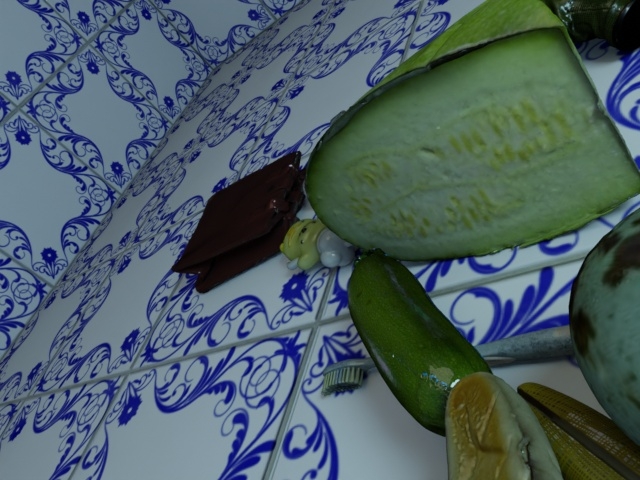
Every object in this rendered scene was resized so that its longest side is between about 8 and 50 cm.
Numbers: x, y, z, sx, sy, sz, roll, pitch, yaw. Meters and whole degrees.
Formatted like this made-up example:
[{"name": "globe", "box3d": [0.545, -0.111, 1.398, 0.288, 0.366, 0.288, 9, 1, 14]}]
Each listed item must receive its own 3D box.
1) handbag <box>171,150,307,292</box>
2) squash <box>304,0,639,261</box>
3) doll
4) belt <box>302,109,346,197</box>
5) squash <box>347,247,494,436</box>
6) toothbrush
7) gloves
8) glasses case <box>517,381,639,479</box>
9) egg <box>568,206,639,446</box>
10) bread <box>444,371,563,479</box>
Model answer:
[{"name": "handbag", "box3d": [-0.146, -0.041, 1.091, 0.275, 0.084, 0.260, -25, 31, 33]}, {"name": "squash", "box3d": [0.121, -0.078, 0.598, 0.309, 0.233, 0.210, -34, 27, 16]}, {"name": "doll", "box3d": [0.000, 0.000, 0.845, 0.162, 0.062, 0.106, 1, 56, 53]}, {"name": "belt", "box3d": [0.029, -0.164, 1.022, 0.053, 0.071, 0.232, -25, 32, 46]}, {"name": "squash", "box3d": [0.077, 0.076, 0.551, 0.087, 0.087, 0.331, -41, 21, 7]}, {"name": "toothbrush", "box3d": [0.139, 0.113, 0.534, 0.375, 0.028, 0.037, -21, 41, 39]}, {"name": "gloves", "box3d": [0.342, -0.315, 0.774, 0.135, 0.107, 0.268, -18, 20, -15]}, {"name": "glasses case", "box3d": [0.195, 0.165, 0.326, 0.064, 0.079, 0.234, -38, 26, -7]}, {"name": "egg", "box3d": [0.252, 0.056, 0.285, 0.231, 0.169, 0.169, 14, 54, 15]}, {"name": "bread", "box3d": [0.113, 0.173, 0.316, 0.073, 0.053, 0.214, -40, 27, 34]}]
